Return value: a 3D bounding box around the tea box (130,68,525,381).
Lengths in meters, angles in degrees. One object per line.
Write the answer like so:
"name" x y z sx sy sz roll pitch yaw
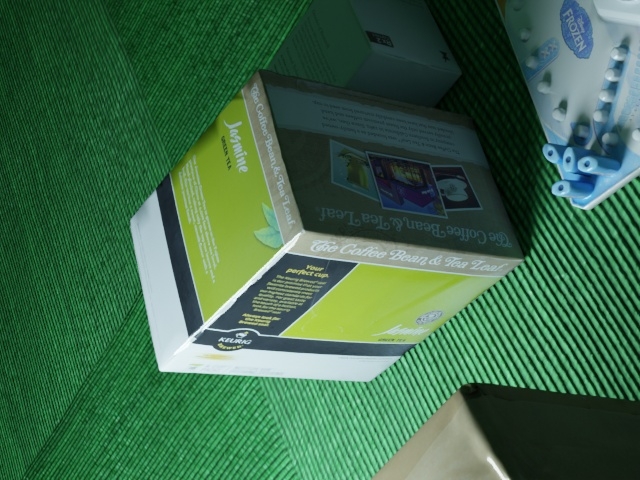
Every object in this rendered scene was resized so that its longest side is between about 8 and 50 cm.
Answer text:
"tea box" 0.000 0.000 1.459 0.323 0.329 0.220 -42 53 40

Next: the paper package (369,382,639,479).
"paper package" 0.186 0.301 1.180 0.325 0.309 0.168 -52 44 32

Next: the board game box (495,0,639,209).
"board game box" 0.334 -0.293 1.293 0.390 0.050 0.390 -41 53 42

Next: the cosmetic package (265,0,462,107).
"cosmetic package" 0.052 -0.217 1.571 0.184 0.151 0.151 -50 48 35
